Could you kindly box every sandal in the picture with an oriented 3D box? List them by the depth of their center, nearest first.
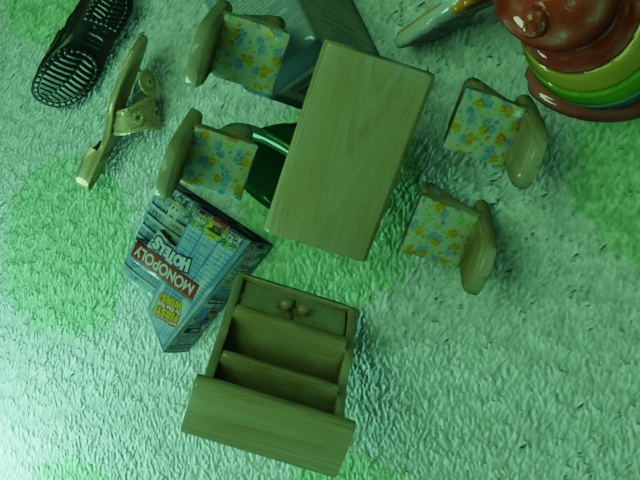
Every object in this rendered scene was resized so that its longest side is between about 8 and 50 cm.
[{"bbox_3d":[0.163,-0.293,1.142,0.265,0.102,0.076,-22,90,50],"label":"sandal"},{"bbox_3d":[-0.263,-0.166,1.444,0.079,0.088,0.240,28,108,-3],"label":"sandal"}]

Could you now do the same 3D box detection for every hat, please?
[{"bbox_3d":[0.004,-0.135,1.291,0.208,0.173,0.184,27,64,23],"label":"hat"}]

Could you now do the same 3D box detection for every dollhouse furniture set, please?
[{"bbox_3d":[0.000,0.000,1.080,0.362,0.256,0.394,17,115,-4],"label":"dollhouse furniture set"}]

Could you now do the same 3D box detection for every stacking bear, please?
[{"bbox_3d":[0.261,-0.219,1.014,0.164,0.289,0.175,36,103,27],"label":"stacking bear"}]

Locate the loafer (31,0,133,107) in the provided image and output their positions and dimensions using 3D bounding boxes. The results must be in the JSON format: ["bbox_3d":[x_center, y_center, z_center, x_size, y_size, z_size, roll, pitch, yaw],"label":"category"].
[{"bbox_3d":[-0.345,-0.288,1.498,0.220,0.080,0.078,-48,33,18],"label":"loafer"}]

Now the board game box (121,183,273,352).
[{"bbox_3d":[-0.189,0.042,1.377,0.194,0.060,0.194,32,100,28],"label":"board game box"}]

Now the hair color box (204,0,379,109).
[{"bbox_3d":[-0.073,-0.350,1.275,0.113,0.185,0.375,-31,71,24],"label":"hair color box"}]
